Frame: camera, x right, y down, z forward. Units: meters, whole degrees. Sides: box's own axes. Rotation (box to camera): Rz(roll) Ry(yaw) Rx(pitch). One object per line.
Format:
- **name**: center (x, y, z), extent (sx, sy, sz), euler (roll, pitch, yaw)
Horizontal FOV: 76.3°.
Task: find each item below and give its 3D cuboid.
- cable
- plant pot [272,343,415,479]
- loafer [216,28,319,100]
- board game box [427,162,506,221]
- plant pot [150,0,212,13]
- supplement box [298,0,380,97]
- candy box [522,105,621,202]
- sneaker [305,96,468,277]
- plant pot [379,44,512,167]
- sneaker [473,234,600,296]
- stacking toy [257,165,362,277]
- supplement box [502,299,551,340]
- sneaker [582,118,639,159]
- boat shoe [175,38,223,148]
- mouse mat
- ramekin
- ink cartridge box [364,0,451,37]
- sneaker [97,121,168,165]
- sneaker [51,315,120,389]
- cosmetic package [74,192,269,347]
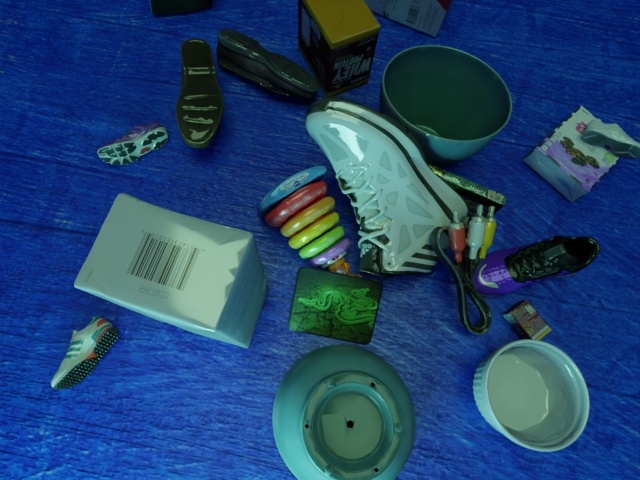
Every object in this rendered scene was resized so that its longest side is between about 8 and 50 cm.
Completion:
- **cable**: center (0.310, 0.070, 0.859), extent (0.140, 0.072, 0.287), euler (-7, 95, -17)
- **plant pot**: center (0.049, 0.340, 0.768), extent (0.293, 0.196, 0.292), euler (1, 72, -2)
- **loafer**: center (-0.144, -0.449, 1.089), extent (0.303, 0.095, 0.109), euler (32, 43, 3)
- **board game box**: center (0.284, -0.118, 0.961), extent (0.260, 0.136, 0.030), euler (25, 74, 5)
- **plant pot**: center (-0.382, -0.756, 1.127), extent (0.167, 0.187, 0.188), euler (1, 71, -16)
- **supplement box**: center (0.039, -0.522, 1.052), extent (0.129, 0.194, 0.191), euler (-24, 74, -10)
- **candy box**: center (0.658, -0.224, 1.047), extent (0.196, 0.070, 0.165), euler (-41, 78, -15)
- **sneaker**: center (0.116, -0.075, 0.849), extent (0.448, 0.169, 0.257), euler (35, 71, -23)
- **plant pot**: center (0.268, -0.285, 0.974), extent (0.291, 0.195, 0.290), euler (3, 62, -5)
- **sneaker**: center (0.481, 0.043, 0.911), extent (0.294, 0.146, 0.102), euler (-14, 73, -7)
- **stacking toy**: center (0.000, 0.000, 0.919), extent (0.175, 0.166, 0.301), euler (-32, 91, -13)
- **supplement box**: center (0.464, 0.184, 0.918), extent (0.055, 0.043, 0.083), euler (-32, 77, -12)
- **sneaker**: center (0.725, -0.252, 0.995), extent (0.152, 0.053, 0.061), euler (29, 70, 5)
- **boat shoe**: center (-0.300, -0.354, 1.032), extent (0.111, 0.104, 0.307), euler (1, 70, -12)
- **mouse mat**: center (0.031, 0.144, 0.893), extent (0.190, 0.007, 0.152), euler (10, 101, 0)
- **ramekin**: center (0.418, 0.312, 0.840), extent (0.207, 0.109, 0.207), euler (1, 72, -3)
- **ink cartridge box**: center (0.242, -0.724, 1.127), extent (0.273, 0.197, 0.114), euler (25, 71, 5)
- **sneaker**: center (-0.468, -0.245, 1.016), extent (0.170, 0.068, 0.071), euler (-29, 60, -20)
- **sneaker**: center (-0.504, 0.232, 0.858), extent (0.075, 0.057, 0.161), euler (31, 74, 25)
- **cosmetic package**: center (-0.225, 0.084, 0.741), extent (0.217, 0.385, 0.156), euler (18, 73, 1)
